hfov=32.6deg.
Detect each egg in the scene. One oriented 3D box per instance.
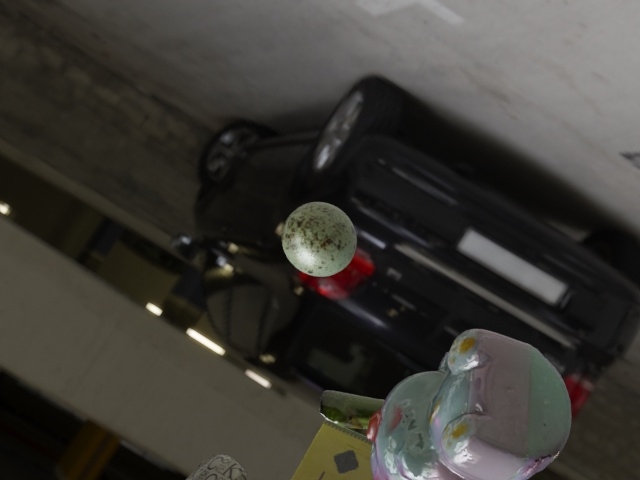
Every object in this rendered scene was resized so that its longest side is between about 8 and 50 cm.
[{"bbox_3d":[0.000,0.000,1.270,0.085,0.085,0.110,30,176,18],"label":"egg"}]

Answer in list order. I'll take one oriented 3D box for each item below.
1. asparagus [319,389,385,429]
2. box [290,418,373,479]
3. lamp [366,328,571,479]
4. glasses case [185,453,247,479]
[{"bbox_3d":[0.142,0.373,2.323,0.342,0.085,0.082,11,-135,-23],"label":"asparagus"},{"bbox_3d":[0.012,0.463,1.925,0.153,0.279,0.041,20,150,22],"label":"box"},{"bbox_3d":[0.199,0.253,1.398,0.247,0.247,0.301,17,147,-18],"label":"lamp"},{"bbox_3d":[-0.271,0.574,2.133,0.085,0.355,0.137,47,160,-30],"label":"glasses case"}]
